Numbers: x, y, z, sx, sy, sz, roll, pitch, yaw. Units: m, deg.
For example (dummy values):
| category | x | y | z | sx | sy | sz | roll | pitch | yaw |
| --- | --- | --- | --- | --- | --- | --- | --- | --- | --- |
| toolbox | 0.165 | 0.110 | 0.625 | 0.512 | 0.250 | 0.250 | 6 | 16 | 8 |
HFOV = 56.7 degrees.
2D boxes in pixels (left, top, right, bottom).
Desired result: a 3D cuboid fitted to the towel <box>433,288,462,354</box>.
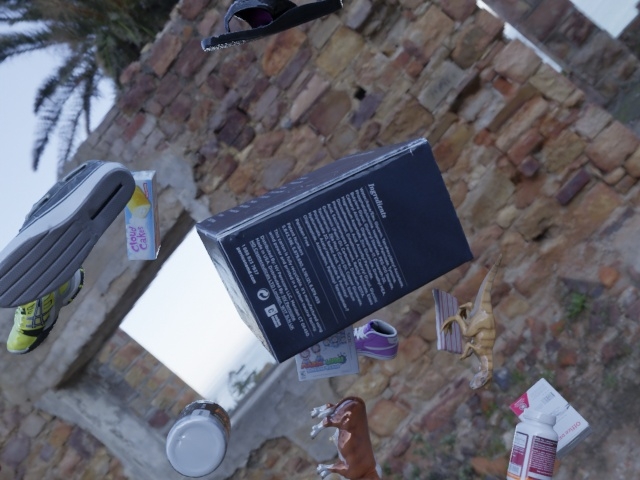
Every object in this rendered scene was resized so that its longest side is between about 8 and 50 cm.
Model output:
| category | x | y | z | sx | sy | sz | roll | pitch | yaw |
| --- | --- | --- | --- | --- | --- | --- | --- | --- | --- |
| towel | 0.307 | 0.202 | 1.445 | 0.029 | 0.144 | 0.197 | -10 | -17 | 24 |

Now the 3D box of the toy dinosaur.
| category | x | y | z | sx | sy | sz | roll | pitch | yaw |
| --- | --- | --- | --- | --- | --- | --- | --- | --- | --- |
| toy dinosaur | 0.250 | 0.122 | 0.928 | 0.064 | 0.211 | 0.112 | -1 | 4 | -36 |

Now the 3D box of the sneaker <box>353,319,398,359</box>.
| category | x | y | z | sx | sy | sz | roll | pitch | yaw |
| --- | --- | --- | --- | --- | --- | --- | --- | --- | --- |
| sneaker | 0.131 | 0.326 | 2.064 | 0.161 | 0.282 | 0.102 | 84 | -169 | -45 |

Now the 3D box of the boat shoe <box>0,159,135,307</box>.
| category | x | y | z | sx | sy | sz | roll | pitch | yaw |
| --- | --- | --- | --- | --- | --- | --- | --- | --- | --- |
| boat shoe | -0.487 | -0.018 | 1.098 | 0.335 | 0.119 | 0.121 | -51 | -41 | -25 |

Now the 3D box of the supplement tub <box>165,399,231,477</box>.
| category | x | y | z | sx | sy | sz | roll | pitch | yaw |
| --- | --- | --- | --- | --- | --- | --- | --- | --- | --- |
| supplement tub | -0.428 | 0.694 | 2.124 | 0.207 | 0.207 | 0.338 | -50 | 3 | -5 |

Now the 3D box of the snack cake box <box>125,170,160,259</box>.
| category | x | y | z | sx | sy | sz | roll | pitch | yaw |
| --- | --- | --- | --- | --- | --- | --- | --- | --- | --- |
| snack cake box | -0.574 | -0.084 | 1.914 | 0.152 | 0.089 | 0.264 | -122 | 32 | -70 |

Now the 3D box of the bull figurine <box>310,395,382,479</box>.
| category | x | y | z | sx | sy | sz | roll | pitch | yaw |
| --- | --- | --- | --- | --- | --- | --- | --- | --- | --- |
| bull figurine | 0.079 | 0.606 | 1.702 | 0.188 | 0.310 | 0.101 | -10 | -9 | 7 |

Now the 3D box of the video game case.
| category | x | y | z | sx | sy | sz | roll | pitch | yaw |
| --- | --- | --- | --- | --- | --- | --- | --- | --- | --- |
| video game case | 0.012 | 0.276 | 1.510 | 0.157 | 0.143 | 0.019 | -10 | -5 | 7 |

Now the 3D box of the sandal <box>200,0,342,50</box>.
| category | x | y | z | sx | sy | sz | roll | pitch | yaw |
| --- | --- | --- | --- | --- | --- | --- | --- | --- | --- |
| sandal | -0.139 | -0.597 | 1.566 | 0.446 | 0.107 | 0.167 | -32 | 23 | -32 |

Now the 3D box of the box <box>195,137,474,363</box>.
| category | x | y | z | sx | sy | sz | roll | pitch | yaw |
| --- | --- | --- | --- | --- | --- | --- | --- | --- | --- |
| box | 0.000 | 0.000 | 1.381 | 0.472 | 0.297 | 0.480 | -28 | 11 | -13 |

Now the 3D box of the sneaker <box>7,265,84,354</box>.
| category | x | y | z | sx | sy | sz | roll | pitch | yaw |
| --- | --- | --- | --- | --- | --- | --- | --- | --- | --- |
| sneaker | -0.935 | 0.209 | 1.939 | 0.147 | 0.145 | 0.384 | 24 | -72 | -49 |

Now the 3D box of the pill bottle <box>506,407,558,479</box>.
| category | x | y | z | sx | sy | sz | roll | pitch | yaw |
| --- | --- | --- | --- | --- | --- | --- | --- | --- | --- |
| pill bottle | 0.439 | 0.429 | 1.220 | 0.086 | 0.086 | 0.152 | 128 | 158 | -78 |

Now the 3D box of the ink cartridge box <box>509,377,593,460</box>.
| category | x | y | z | sx | sy | sz | roll | pitch | yaw |
| --- | --- | --- | --- | --- | --- | --- | --- | --- | --- |
| ink cartridge box | 0.541 | 0.419 | 1.393 | 0.109 | 0.063 | 0.150 | -42 | 43 | 3 |
